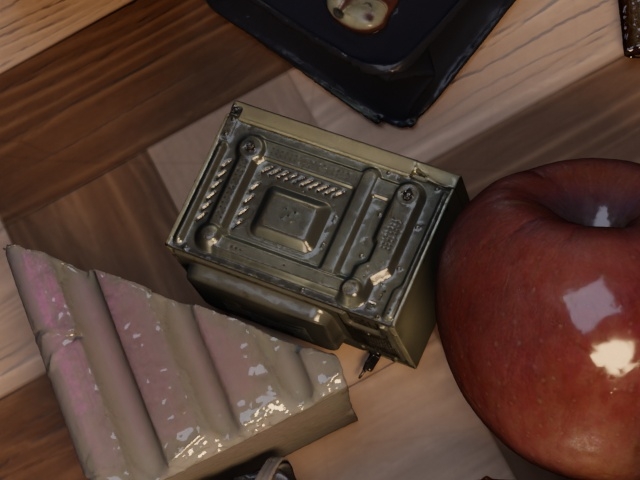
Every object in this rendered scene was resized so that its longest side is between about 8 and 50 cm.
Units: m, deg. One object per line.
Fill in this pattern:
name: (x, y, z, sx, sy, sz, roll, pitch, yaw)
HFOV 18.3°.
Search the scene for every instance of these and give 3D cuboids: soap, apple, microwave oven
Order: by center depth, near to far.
apple: (0.241, 0.070, 1.739, 0.305, 0.235, 0.306, 0, 26, 0)
soap: (-0.126, 0.087, 1.871, 0.257, 0.159, 0.302, -27, 68, 5)
microwave oven: (0.000, 0.000, 1.887, 0.240, 0.145, 0.194, 20, 72, 19)

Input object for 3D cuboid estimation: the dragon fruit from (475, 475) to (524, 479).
dragon fruit: (0.183, 0.342, 1.644, 0.277, 0.277, 0.342, -36, 56, -2)

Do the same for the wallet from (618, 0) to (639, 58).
wallet: (0.355, -0.298, 1.980, 0.132, 0.039, 0.243, -5, 67, 4)

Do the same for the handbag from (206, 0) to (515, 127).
handbag: (0.062, -0.322, 2.013, 0.303, 0.122, 0.329, 36, 79, 23)

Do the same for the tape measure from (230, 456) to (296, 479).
tape measure: (-0.057, 0.310, 1.788, 0.197, 0.120, 0.236, 40, 77, 17)
